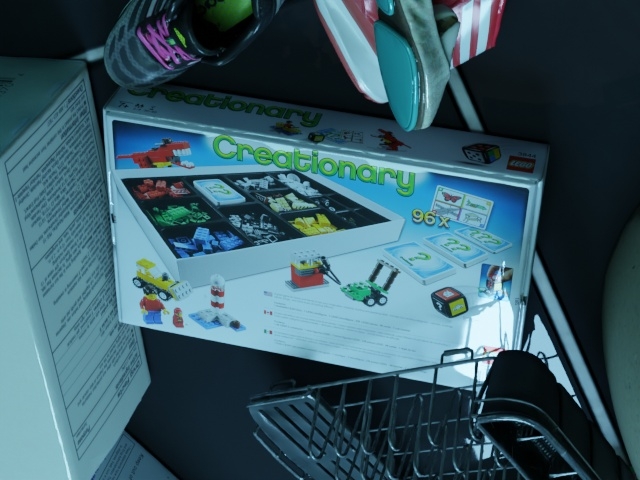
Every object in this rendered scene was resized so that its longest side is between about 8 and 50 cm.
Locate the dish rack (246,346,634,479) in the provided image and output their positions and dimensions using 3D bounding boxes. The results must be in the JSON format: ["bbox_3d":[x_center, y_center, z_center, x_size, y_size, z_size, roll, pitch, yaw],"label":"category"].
[{"bbox_3d":[0.083,0.166,1.042,0.271,0.074,0.208,-12,136,33],"label":"dish rack"}]

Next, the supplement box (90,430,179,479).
[{"bbox_3d":[-0.157,0.276,1.218,0.220,0.114,0.111,44,125,-16],"label":"supplement box"}]

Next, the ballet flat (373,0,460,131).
[{"bbox_3d":[0.057,-0.135,0.817,0.052,0.057,0.168,-25,133,-11],"label":"ballet flat"}]

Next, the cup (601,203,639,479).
[{"bbox_3d":[0.330,0.121,0.871,0.331,0.237,0.331,8,126,12],"label":"cup"}]

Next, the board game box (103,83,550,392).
[{"bbox_3d":[0.000,0.000,1.009,0.305,0.053,0.193,10,127,11],"label":"board game box"}]

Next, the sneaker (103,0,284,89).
[{"bbox_3d":[-0.086,-0.142,0.924,0.170,0.075,0.063,-25,113,31],"label":"sneaker"}]

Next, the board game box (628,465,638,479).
[{"bbox_3d":[0.254,0.325,1.158,0.213,0.046,0.317,-17,117,28],"label":"board game box"}]

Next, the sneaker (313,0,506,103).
[{"bbox_3d":[0.041,-0.196,0.854,0.128,0.087,0.221,-21,128,20],"label":"sneaker"}]

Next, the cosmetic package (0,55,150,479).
[{"bbox_3d":[-0.231,0.027,1.044,0.129,0.153,0.296,5,124,17],"label":"cosmetic package"}]
